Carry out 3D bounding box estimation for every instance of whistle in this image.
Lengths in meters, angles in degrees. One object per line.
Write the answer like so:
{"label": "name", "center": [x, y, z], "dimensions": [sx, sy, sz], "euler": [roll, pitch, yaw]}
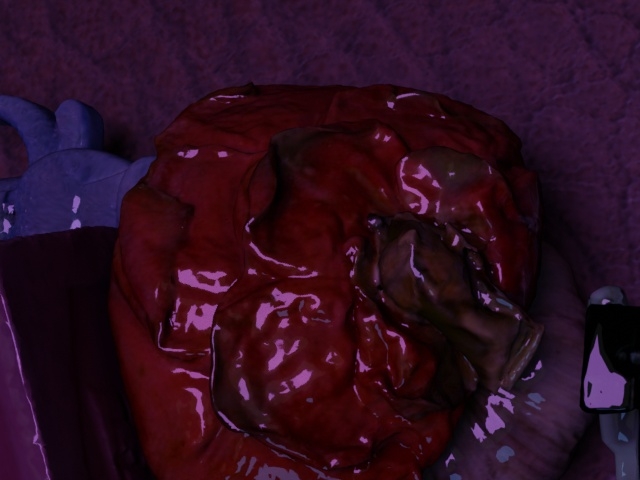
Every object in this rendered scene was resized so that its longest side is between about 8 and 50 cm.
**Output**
{"label": "whistle", "center": [-0.168, -0.007, 1.238], "dimensions": [0.269, 0.093, 0.180], "euler": [-6, 74, 24]}

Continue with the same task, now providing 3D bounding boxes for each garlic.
{"label": "garlic", "center": [0.091, 0.079, 1.095], "dimensions": [0.147, 0.102, 0.159], "euler": [1, 67, 39]}

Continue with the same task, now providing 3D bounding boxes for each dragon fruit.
{"label": "dragon fruit", "center": [0.000, 0.000, 1.042], "dimensions": [0.205, 0.152, 0.317], "euler": [-24, 48, 30]}

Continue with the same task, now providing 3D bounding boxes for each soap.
{"label": "soap", "center": [-0.133, 0.181, 1.057], "dimensions": [0.128, 0.233, 0.359], "euler": [-15, 88, 19]}

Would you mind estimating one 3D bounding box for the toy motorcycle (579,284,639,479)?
{"label": "toy motorcycle", "center": [0.184, 0.182, 0.966], "dimensions": [0.125, 0.196, 0.331], "euler": [3, 86, 8]}
